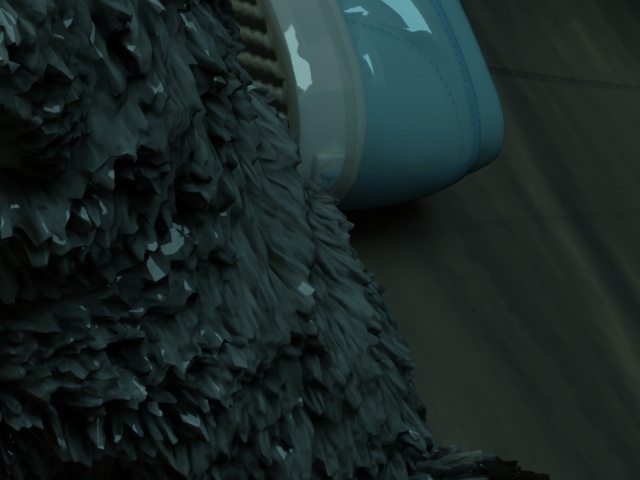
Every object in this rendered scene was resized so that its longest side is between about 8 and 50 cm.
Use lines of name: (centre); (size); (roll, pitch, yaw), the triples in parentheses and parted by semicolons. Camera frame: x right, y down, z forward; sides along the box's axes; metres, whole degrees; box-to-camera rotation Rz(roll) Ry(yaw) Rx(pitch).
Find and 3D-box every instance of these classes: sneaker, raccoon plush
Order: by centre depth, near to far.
raccoon plush: (0.000, 0.000, 0.638); (0.446, 0.299, 0.216); (11, 52, -23)
sneaker: (-0.012, -0.176, 0.888); (0.150, 0.135, 0.366); (-3, 69, -32)
